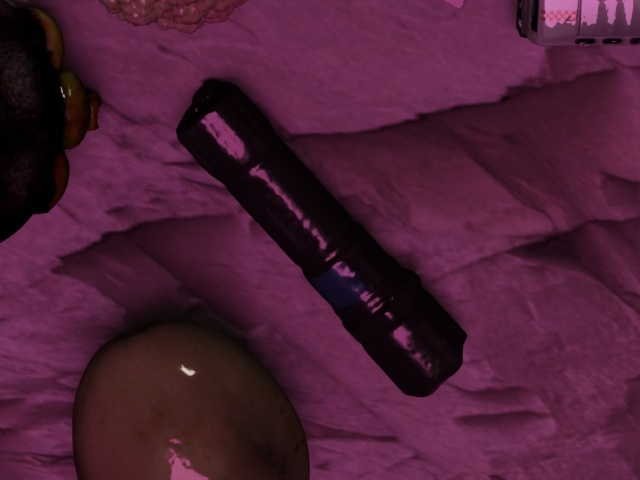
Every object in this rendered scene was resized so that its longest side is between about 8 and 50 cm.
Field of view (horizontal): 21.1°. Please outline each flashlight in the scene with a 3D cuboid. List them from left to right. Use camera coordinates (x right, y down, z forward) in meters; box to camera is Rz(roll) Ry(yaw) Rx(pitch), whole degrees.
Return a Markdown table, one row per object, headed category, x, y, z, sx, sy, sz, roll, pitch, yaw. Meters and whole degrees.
| category | x | y | z | sx | sy | sz | roll | pitch | yaw |
| --- | --- | --- | --- | --- | --- | --- | --- | --- | --- |
| flashlight | 0.000 | 0.000 | 1.883 | 0.103 | 0.103 | 0.424 | -38 | 108 | 14 |

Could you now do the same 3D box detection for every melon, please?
| category | x | y | z | sx | sy | sz | roll | pitch | yaw |
| --- | --- | --- | --- | --- | --- | --- | --- | --- | --- |
| melon | -0.143 | 0.237 | 1.893 | 0.271 | 0.272 | 0.308 | -37 | 118 | 14 |

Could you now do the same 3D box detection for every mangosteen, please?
| category | x | y | z | sx | sy | sz | roll | pitch | yaw |
| --- | --- | --- | --- | --- | --- | --- | --- | --- | --- |
| mangosteen | -0.351 | -0.123 | 1.745 | 0.302 | 0.275 | 0.275 | -8 | 121 | -41 |

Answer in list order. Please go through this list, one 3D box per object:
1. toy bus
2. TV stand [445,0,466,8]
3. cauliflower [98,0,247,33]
| category | x | y | z | sx | sy | sz | roll | pitch | yaw |
| --- | --- | --- | --- | --- | --- | --- | --- | --- | --- |
| toy bus | 0.301 | -0.240 | 1.758 | 0.193 | 0.089 | 0.087 | 0 | 113 | -4 |
| TV stand | 0.187 | -0.359 | 1.750 | 0.049 | 0.040 | 0.256 | 27 | 111 | -11 |
| cauliflower | -0.144 | -0.346 | 1.687 | 0.256 | 0.239 | 0.315 | -43 | 75 | 3 |
